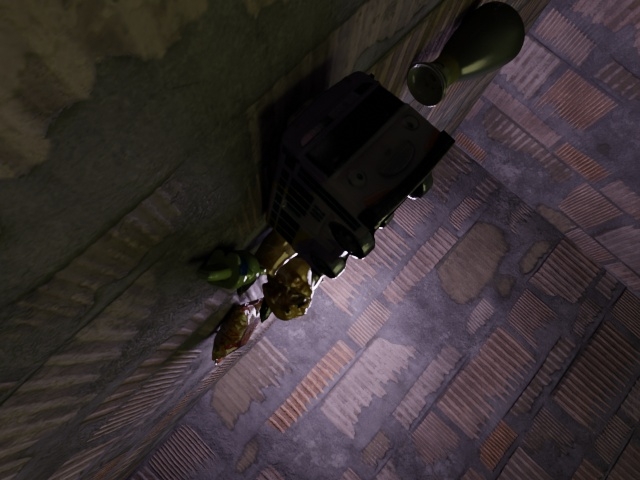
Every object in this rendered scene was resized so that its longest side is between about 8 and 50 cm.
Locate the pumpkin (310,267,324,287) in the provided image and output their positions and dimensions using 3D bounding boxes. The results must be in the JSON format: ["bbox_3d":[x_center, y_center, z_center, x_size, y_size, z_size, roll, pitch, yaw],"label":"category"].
[{"bbox_3d":[-0.050,0.150,1.914,0.224,0.157,0.223,-56,179,-1],"label":"pumpkin"}]

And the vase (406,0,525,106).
[{"bbox_3d":[0.381,-0.491,1.094,0.321,0.173,0.173,-38,170,-18],"label":"vase"}]

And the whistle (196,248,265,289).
[{"bbox_3d":[-0.203,0.063,0.906,0.227,0.105,0.085,0,102,-75],"label":"whistle"}]

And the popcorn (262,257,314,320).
[{"bbox_3d":[-0.105,0.158,1.386,0.190,0.191,0.254,-32,159,-15],"label":"popcorn"}]

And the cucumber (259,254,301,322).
[{"bbox_3d":[-0.164,0.176,1.549,0.294,0.067,0.067,-61,173,-3],"label":"cucumber"}]

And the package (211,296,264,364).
[{"bbox_3d":[-0.316,0.332,1.570,0.288,0.108,0.223,-61,168,9],"label":"package"}]

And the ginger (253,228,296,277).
[{"bbox_3d":[-0.018,-0.041,1.139,0.236,0.166,0.375,-42,-177,43],"label":"ginger"}]

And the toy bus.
[{"bbox_3d":[0.036,-0.102,0.790,0.209,0.249,0.440,-45,178,-17],"label":"toy bus"}]

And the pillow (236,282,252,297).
[{"bbox_3d":[-0.217,0.108,1.202,0.090,0.048,0.150,-41,168,-24],"label":"pillow"}]
